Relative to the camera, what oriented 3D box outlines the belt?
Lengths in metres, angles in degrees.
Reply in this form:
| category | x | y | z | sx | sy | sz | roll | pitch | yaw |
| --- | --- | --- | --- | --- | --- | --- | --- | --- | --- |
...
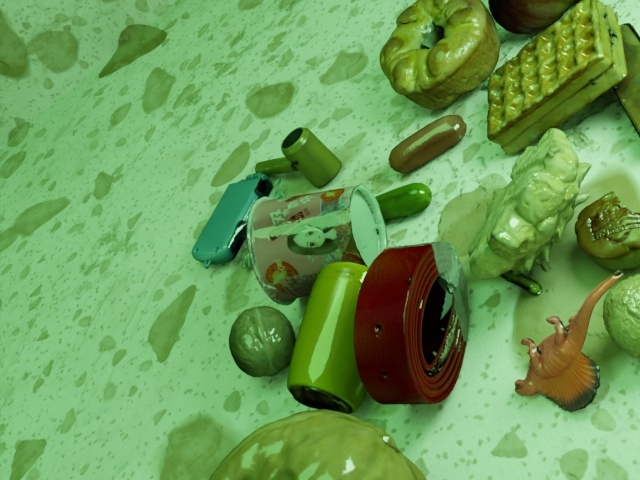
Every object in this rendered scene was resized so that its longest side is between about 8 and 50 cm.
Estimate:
| category | x | y | z | sx | sy | sz | roll | pitch | yaw |
| --- | --- | --- | --- | --- | --- | --- | --- | --- | --- |
| belt | 0.169 | 0.135 | 1.577 | 0.115 | 0.227 | 0.324 | -8 | 51 | 34 |

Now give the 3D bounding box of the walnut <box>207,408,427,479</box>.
| category | x | y | z | sx | sy | sz | roll | pitch | yaw |
| --- | --- | --- | --- | --- | --- | --- | --- | --- | --- |
| walnut | -0.010 | 0.449 | 1.380 | 0.384 | 0.383 | 0.383 | -24 | 42 | 23 |

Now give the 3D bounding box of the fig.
| category | x | y | z | sx | sy | sz | roll | pitch | yaw |
| --- | --- | --- | --- | --- | --- | --- | --- | --- | --- |
| fig | 0.489 | -0.581 | 2.003 | 0.235 | 0.214 | 0.235 | -30 | 54 | 52 |

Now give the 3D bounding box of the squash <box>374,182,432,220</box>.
| category | x | y | z | sx | sy | sz | roll | pitch | yaw |
| --- | --- | --- | --- | --- | --- | --- | --- | --- | --- |
| squash | 0.158 | -0.076 | 1.923 | 0.201 | 0.066 | 0.066 | -19 | 43 | 38 |

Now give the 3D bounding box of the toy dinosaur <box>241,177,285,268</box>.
| category | x | y | z | sx | sy | sz | roll | pitch | yaw |
| --- | --- | --- | --- | --- | --- | --- | --- | --- | --- |
| toy dinosaur | -0.130 | -0.055 | 2.158 | 0.167 | 0.053 | 0.242 | -30 | 44 | 23 |

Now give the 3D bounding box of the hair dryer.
| category | x | y | z | sx | sy | sz | roll | pitch | yaw |
| --- | --- | --- | --- | --- | --- | --- | --- | --- | --- |
| hair dryer | -0.084 | -0.199 | 2.207 | 0.279 | 0.135 | 0.090 | -4 | 51 | 52 |

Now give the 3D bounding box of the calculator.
| category | x | y | z | sx | sy | sz | roll | pitch | yaw |
| --- | --- | --- | --- | --- | --- | --- | --- | --- | --- |
| calculator | -0.222 | -0.052 | 2.227 | 0.173 | 0.051 | 0.293 | -4 | 52 | 49 |

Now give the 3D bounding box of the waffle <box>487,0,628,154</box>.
| category | x | y | z | sx | sy | sz | roll | pitch | yaw |
| --- | --- | --- | --- | --- | --- | --- | --- | --- | --- |
| waffle | 0.468 | -0.331 | 1.786 | 0.308 | 0.091 | 0.213 | -37 | 33 | 42 |

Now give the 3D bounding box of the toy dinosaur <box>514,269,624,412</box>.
| category | x | y | z | sx | sy | sz | roll | pitch | yaw |
| --- | --- | --- | --- | --- | --- | --- | --- | --- | --- |
| toy dinosaur | 0.407 | 0.183 | 1.396 | 0.286 | 0.070 | 0.139 | -52 | 47 | 39 |

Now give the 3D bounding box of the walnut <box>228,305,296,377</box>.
| category | x | y | z | sx | sy | sz | roll | pitch | yaw |
| --- | --- | --- | --- | --- | --- | --- | --- | --- | --- |
| walnut | -0.121 | 0.210 | 1.839 | 0.140 | 0.140 | 0.162 | -39 | 28 | 6 |

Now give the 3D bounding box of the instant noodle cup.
| category | x | y | z | sx | sy | sz | roll | pitch | yaw |
| --- | --- | --- | --- | --- | --- | --- | --- | --- | --- |
| instant noodle cup | 0.000 | 0.000 | 1.859 | 0.231 | 0.243 | 0.243 | -13 | 46 | 25 |

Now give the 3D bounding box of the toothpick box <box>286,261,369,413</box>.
| category | x | y | z | sx | sy | sz | roll | pitch | yaw |
| --- | --- | --- | --- | --- | --- | --- | --- | --- | --- |
| toothpick box | 0.039 | 0.194 | 1.685 | 0.175 | 0.175 | 0.271 | -2 | 57 | 40 |

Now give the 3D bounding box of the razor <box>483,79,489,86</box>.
| category | x | y | z | sx | sy | sz | roll | pitch | yaw |
| --- | --- | --- | --- | --- | --- | --- | --- | --- | --- |
| razor | 0.450 | -0.370 | 1.959 | 0.191 | 0.068 | 0.037 | -16 | 86 | 37 |

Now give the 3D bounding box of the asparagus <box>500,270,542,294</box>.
| category | x | y | z | sx | sy | sz | roll | pitch | yaw |
| --- | --- | --- | --- | --- | --- | --- | --- | --- | --- |
| asparagus | 0.364 | 0.073 | 1.630 | 0.025 | 0.021 | 0.108 | -50 | 38 | -7 |

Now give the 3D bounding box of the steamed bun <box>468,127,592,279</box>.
| category | x | y | z | sx | sy | sz | roll | pitch | yaw |
| --- | --- | --- | --- | --- | --- | --- | --- | --- | --- |
| steamed bun | 0.380 | -0.041 | 1.585 | 0.292 | 0.137 | 0.295 | -57 | 3 | 30 |

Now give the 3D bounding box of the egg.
| category | x | y | z | sx | sy | sz | roll | pitch | yaw |
| --- | --- | --- | --- | --- | --- | --- | --- | --- | --- |
| egg | 0.506 | 0.116 | 1.391 | 0.118 | 0.116 | 0.140 | -36 | 35 | 48 |

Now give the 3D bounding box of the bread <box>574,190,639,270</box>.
| category | x | y | z | sx | sy | sz | roll | pitch | yaw |
| --- | --- | --- | --- | --- | --- | --- | --- | --- | --- |
| bread | 0.512 | -0.010 | 1.524 | 0.125 | 0.086 | 0.156 | -47 | 36 | -1 |

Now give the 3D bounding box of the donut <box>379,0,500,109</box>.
| category | x | y | z | sx | sy | sz | roll | pitch | yaw |
| --- | --- | --- | --- | --- | --- | --- | --- | --- | --- |
| donut | 0.283 | -0.455 | 2.069 | 0.299 | 0.150 | 0.317 | -5 | 54 | 51 |

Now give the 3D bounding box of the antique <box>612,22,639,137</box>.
| category | x | y | z | sx | sy | sz | roll | pitch | yaw |
| --- | --- | --- | --- | --- | --- | --- | --- | --- | --- |
| antique | 0.618 | -0.298 | 1.703 | 0.093 | 0.087 | 0.310 | -29 | 41 | 20 |

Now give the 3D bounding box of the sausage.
| category | x | y | z | sx | sy | sz | roll | pitch | yaw |
| --- | --- | --- | --- | --- | --- | --- | --- | --- | --- |
| sausage | 0.239 | -0.216 | 1.972 | 0.194 | 0.077 | 0.077 | -31 | 40 | 15 |
